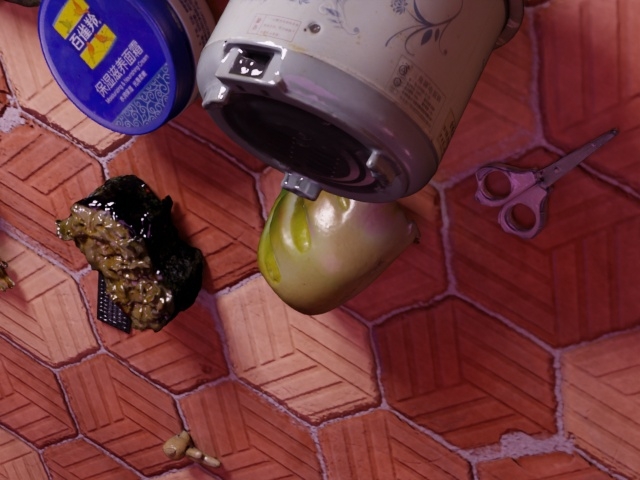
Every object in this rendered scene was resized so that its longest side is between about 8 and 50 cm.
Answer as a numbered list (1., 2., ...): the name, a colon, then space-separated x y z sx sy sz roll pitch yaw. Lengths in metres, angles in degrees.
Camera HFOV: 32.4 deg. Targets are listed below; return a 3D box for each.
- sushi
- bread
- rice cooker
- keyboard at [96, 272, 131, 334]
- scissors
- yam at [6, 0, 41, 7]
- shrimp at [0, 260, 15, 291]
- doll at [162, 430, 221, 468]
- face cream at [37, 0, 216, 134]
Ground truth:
1. sushi: -0.247 0.018 1.511 0.147 0.115 0.212 -19 109 35
2. bread: 0.003 -0.001 1.305 0.158 0.156 0.260 45 134 -6
3. rice cooker: 0.038 -0.200 1.045 0.264 0.316 0.317 14 130 39
4. keyboard: -0.309 0.062 1.659 0.063 0.010 0.198 24 133 13
5. scissors: 0.249 -0.071 1.191 0.100 0.015 0.189 49 133 -5
6. yam: -0.413 -0.359 1.339 0.194 0.107 0.107 22 132 18
7. shrimp: -0.580 0.020 1.778 0.217 0.051 0.115 30 140 9
8. doll: -0.210 0.350 1.785 0.093 0.051 0.061 39 163 5
9. face cream: -0.223 -0.237 1.305 0.206 0.111 0.206 18 130 22
